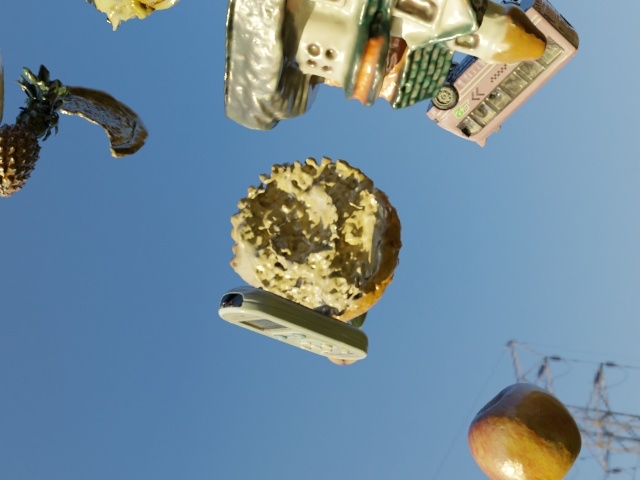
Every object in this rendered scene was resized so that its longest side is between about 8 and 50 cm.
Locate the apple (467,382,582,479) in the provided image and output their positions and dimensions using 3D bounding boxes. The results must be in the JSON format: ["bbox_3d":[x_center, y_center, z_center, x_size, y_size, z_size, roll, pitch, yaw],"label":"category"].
[{"bbox_3d":[0.396,0.387,1.512,0.188,0.211,0.211,45,-136,8],"label":"apple"}]

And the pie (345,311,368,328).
[{"bbox_3d":[0.031,0.085,1.477,0.054,0.240,0.240,0,-89,-24],"label":"pie"}]

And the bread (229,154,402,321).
[{"bbox_3d":[0.000,0.000,1.229,0.149,0.274,0.274,-9,-81,-75],"label":"bread"}]

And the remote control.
[{"bbox_3d":[-0.029,0.112,1.030,0.244,0.087,0.047,27,-113,-40],"label":"remote control"}]

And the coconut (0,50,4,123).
[{"bbox_3d":[-0.526,-0.205,1.018,0.224,0.224,0.224,-2,-87,-52],"label":"coconut"}]

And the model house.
[{"bbox_3d":[0.077,-0.215,0.763,0.271,0.301,0.190,105,-178,-46],"label":"model house"}]

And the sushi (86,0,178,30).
[{"bbox_3d":[-0.276,-0.405,1.165,0.131,0.291,0.139,-60,-38,-32],"label":"sushi"}]

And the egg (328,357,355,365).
[{"bbox_3d":[0.040,0.177,1.340,0.083,0.071,0.071,77,-149,-63],"label":"egg"}]

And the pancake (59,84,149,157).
[{"bbox_3d":[-0.378,-0.206,1.289,0.191,0.020,0.184,16,-145,-17],"label":"pancake"}]

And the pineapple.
[{"bbox_3d":[-0.458,-0.159,1.173,0.103,0.083,0.221,42,-112,-46],"label":"pineapple"}]

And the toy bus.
[{"bbox_3d":[0.233,-0.221,1.009,0.108,0.199,0.096,38,-144,-9],"label":"toy bus"}]
